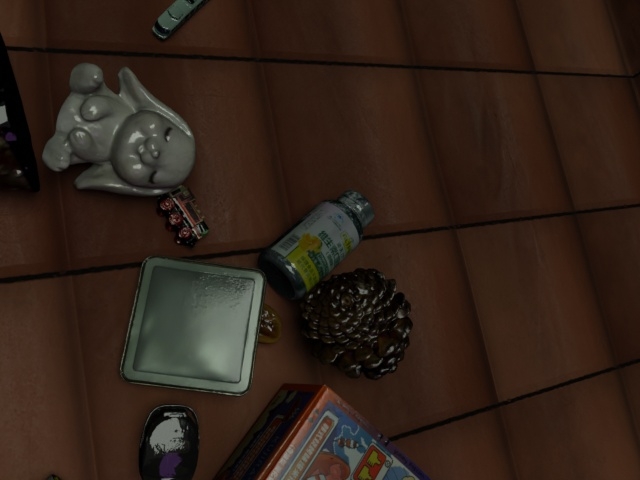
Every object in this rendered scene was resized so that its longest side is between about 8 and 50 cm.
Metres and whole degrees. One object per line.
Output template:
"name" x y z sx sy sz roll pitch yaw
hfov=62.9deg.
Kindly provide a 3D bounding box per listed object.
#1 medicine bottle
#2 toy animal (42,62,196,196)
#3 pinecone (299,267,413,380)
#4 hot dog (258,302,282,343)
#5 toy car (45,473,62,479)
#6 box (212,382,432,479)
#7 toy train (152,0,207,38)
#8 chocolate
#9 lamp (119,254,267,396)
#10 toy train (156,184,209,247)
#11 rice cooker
"medicine bottle" 0.000 0.000 1.236 0.293 0.141 0.141 -42 96 -27
"toy animal" -0.387 -0.208 1.079 0.265 0.206 0.272 20 94 -10
"pinecone" 0.089 0.203 1.165 0.246 0.246 0.292 -55 139 -25
"hot dog" -0.150 0.180 1.172 0.140 0.060 0.090 25 64 -24
"toy car" -0.474 0.510 0.917 0.161 0.098 0.126 47 66 -5
"box" -0.020 0.517 1.031 0.318 0.257 0.349 45 64 -9
"toy train" -0.335 -0.569 1.284 0.043 0.047 0.207 38 64 -10
"chocolate" -0.669 -0.236 0.959 0.210 0.225 0.340 -15 83 -18
"lamp" -0.259 0.174 1.094 0.266 0.047 0.269 9 74 -7
"toy train" -0.303 -0.053 1.165 0.087 0.050 0.138 -33 92 -31
"rice cooker" -0.296 0.406 1.021 0.112 0.106 0.165 10 69 -22
